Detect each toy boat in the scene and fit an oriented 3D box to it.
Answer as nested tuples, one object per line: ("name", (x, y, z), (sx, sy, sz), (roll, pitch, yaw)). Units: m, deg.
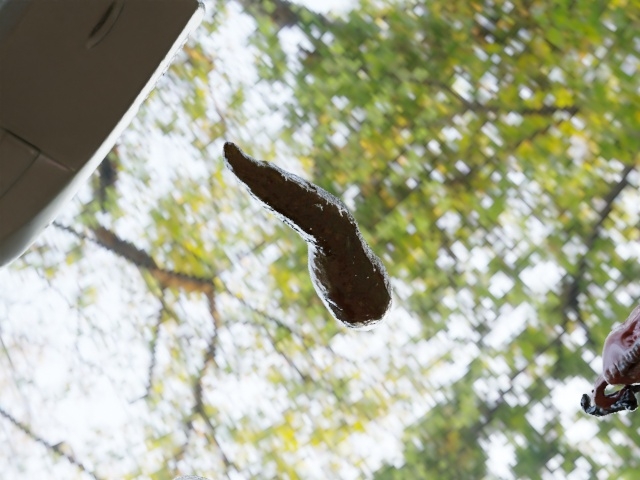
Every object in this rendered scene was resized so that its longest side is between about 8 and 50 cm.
("toy boat", (-0.198, -0.088, 1.116), (0.141, 0.141, 0.269), (34, -69, -32))

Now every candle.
("candle", (0.282, 0.051, 1.401), (0.084, 0.059, 0.301), (-27, -21, -45))

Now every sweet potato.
("sweet potato", (0.000, 0.000, 1.157), (0.050, 0.050, 0.214), (-37, -40, -1))

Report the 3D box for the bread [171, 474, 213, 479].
("bread", (-0.062, 0.256, 1.374), (0.174, 0.245, 0.121), (30, -101, -3))
